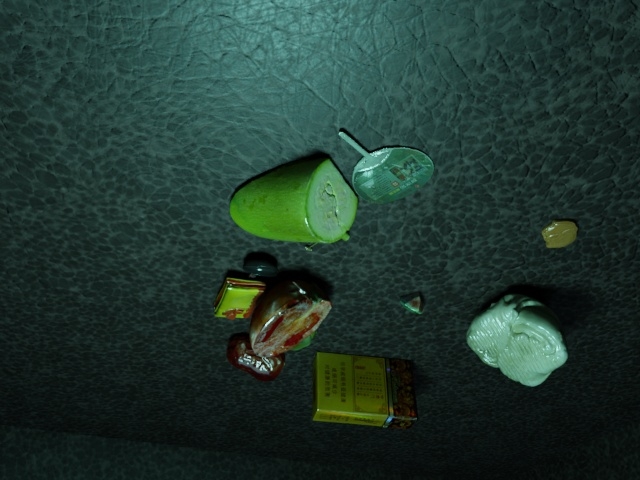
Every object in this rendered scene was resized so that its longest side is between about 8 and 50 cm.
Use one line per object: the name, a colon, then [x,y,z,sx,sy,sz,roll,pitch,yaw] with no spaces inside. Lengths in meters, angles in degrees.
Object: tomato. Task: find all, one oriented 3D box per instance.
tomato: [-0.127,0.235,1.929,0.309,0.170,0.309,-26,146,-19]

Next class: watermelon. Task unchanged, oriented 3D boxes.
watermelon: [0.323,0.216,2.037,0.092,0.072,0.084,31,163,23]

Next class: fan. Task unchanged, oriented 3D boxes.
fan: [0.185,-0.200,1.533,0.223,0.012,0.294,-8,142,10]

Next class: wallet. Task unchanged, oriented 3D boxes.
wallet: [-0.277,0.205,1.982,0.141,0.067,0.241,8,149,-17]

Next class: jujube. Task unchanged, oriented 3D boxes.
jujube: [-0.250,0.453,2.254,0.230,0.155,0.155,28,134,-24]

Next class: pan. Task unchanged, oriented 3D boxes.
pan: [-0.211,0.104,1.900,0.114,0.040,0.212,16,154,-19]

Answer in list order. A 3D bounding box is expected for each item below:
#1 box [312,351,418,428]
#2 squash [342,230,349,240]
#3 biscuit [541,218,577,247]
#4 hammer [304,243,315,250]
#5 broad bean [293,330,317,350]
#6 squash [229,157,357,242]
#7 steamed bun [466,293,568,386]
box: [0.179,0.608,2.359,0.415,0.264,0.116,7,140,-10]
squash: [0.052,-0.031,1.736,0.027,0.027,0.083,-28,133,31]
biscuit: [0.725,-0.020,1.756,0.102,0.019,0.130,-14,139,16]
hammer: [0.000,0.000,1.786,0.029,0.014,0.123,24,136,-40]
broad bean: [-0.104,0.345,2.168,0.228,0.100,0.169,-17,132,39]
squash: [-0.096,-0.099,1.624,0.308,0.210,0.233,8,154,39]
steamed bun: [0.698,0.316,2.017,0.309,0.219,0.324,35,139,17]
